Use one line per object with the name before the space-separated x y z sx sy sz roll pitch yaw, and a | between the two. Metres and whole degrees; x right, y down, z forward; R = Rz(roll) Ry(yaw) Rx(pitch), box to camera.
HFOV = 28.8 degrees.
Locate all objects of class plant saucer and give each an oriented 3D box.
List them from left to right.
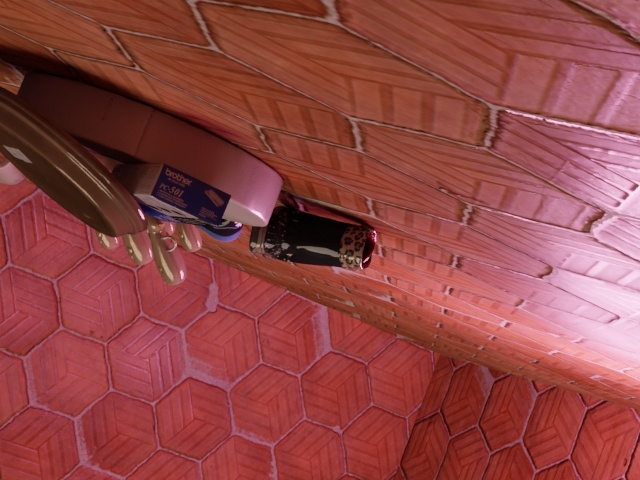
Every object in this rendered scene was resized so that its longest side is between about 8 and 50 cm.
plant saucer | -0.339 -0.094 1.597 0.278 0.041 0.278 37 166 11

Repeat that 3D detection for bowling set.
bowling set | -0.292 -0.059 2.277 0.287 0.200 0.154 21 138 42

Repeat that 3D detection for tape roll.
tape roll | -0.241 -0.121 1.732 0.392 0.072 0.392 21 175 2

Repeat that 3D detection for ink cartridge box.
ink cartridge box | -0.197 -0.059 1.579 0.097 0.046 0.207 26 172 -25

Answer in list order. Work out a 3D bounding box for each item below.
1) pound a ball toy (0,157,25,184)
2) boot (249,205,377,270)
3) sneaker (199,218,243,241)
pound a ball toy | -0.547 -0.152 2.196 0.208 0.136 0.319 22 174 -8
boot | 0.000 0.002 1.924 0.178 0.085 0.236 10 -177 11
sneaker | -0.232 -0.079 2.090 0.232 0.081 0.090 24 156 3
